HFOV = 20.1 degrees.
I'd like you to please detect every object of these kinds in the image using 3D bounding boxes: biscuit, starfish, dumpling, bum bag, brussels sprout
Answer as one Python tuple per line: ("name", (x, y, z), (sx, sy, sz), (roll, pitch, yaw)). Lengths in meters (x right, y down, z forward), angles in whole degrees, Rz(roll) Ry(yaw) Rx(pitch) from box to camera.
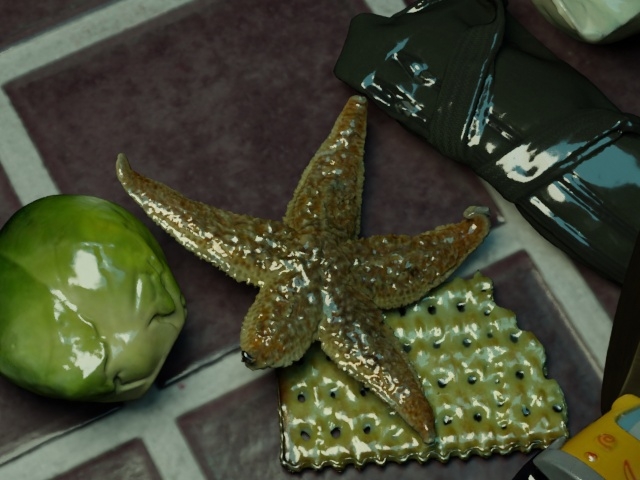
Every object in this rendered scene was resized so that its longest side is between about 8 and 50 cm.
("biscuit", (0.066, 0.090, 1.272), (0.203, 0.016, 0.144), (-7, 64, -2))
("starfish", (-0.001, 0.002, 1.275), (0.295, 0.048, 0.231), (36, 62, 8))
("dumpling", (0.209, -0.219, 1.358), (0.151, 0.124, 0.229), (45, 34, 16))
("bum bag", (0.160, -0.089, 1.325), (0.326, 0.079, 0.142), (38, 73, 15))
("brussels sprout", (-0.167, 0.042, 1.243), (0.155, 0.117, 0.155), (0, 85, -4))

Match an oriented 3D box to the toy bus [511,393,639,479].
("toy bus", (0.189, 0.182, 1.126), (0.136, 0.209, 0.126), (-35, 69, -26))

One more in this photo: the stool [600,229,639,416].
("stool", (0.334, 0.067, 1.183), (0.264, 0.179, 0.179), (16, 65, 3))
